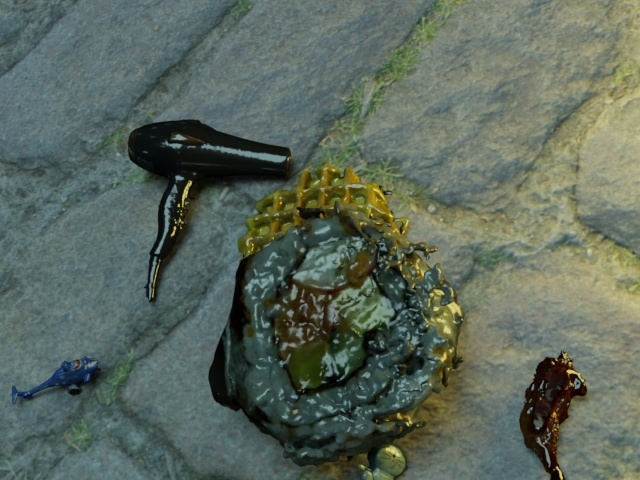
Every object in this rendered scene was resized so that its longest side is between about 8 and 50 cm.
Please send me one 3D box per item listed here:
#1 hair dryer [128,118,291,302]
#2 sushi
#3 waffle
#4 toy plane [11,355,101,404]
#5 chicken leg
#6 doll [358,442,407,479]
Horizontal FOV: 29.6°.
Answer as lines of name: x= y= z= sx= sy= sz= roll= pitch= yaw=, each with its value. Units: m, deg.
hair dryer: x=-0.227 y=-0.047 z=2.175 sx=0.303 sy=0.120 sz=0.359 roll=11 pitch=71 yaw=8
sushi: x=0.029 y=0.146 z=1.836 sx=0.417 sy=0.176 sz=0.418 roll=-11 pitch=65 yaw=25
waffle: x=0.006 y=0.007 z=2.058 sx=0.329 sy=0.062 sz=0.329 roll=-9 pitch=54 yaw=13
toy plane: x=-0.448 y=0.235 z=2.059 sx=0.167 sy=0.062 sz=0.054 roll=-25 pitch=53 yaw=14
chicken leg: x=0.337 y=0.259 z=1.784 sx=0.089 sy=0.048 sz=0.219 roll=6 pitch=59 yaw=26
doll: x=0.091 y=0.338 z=1.806 sx=0.050 sy=0.076 sz=0.083 roll=-18 pitch=43 yaw=63
